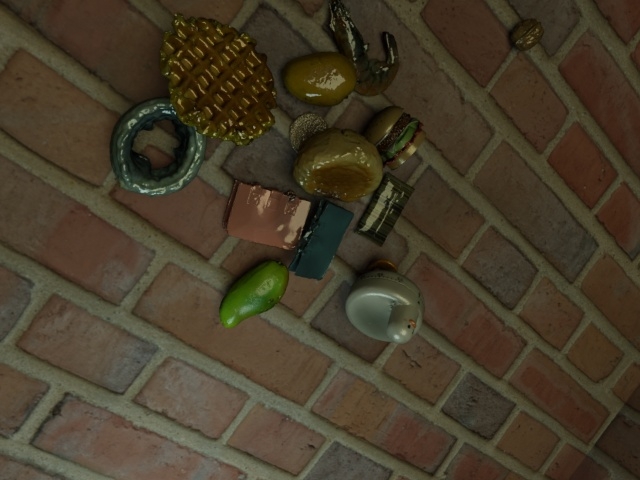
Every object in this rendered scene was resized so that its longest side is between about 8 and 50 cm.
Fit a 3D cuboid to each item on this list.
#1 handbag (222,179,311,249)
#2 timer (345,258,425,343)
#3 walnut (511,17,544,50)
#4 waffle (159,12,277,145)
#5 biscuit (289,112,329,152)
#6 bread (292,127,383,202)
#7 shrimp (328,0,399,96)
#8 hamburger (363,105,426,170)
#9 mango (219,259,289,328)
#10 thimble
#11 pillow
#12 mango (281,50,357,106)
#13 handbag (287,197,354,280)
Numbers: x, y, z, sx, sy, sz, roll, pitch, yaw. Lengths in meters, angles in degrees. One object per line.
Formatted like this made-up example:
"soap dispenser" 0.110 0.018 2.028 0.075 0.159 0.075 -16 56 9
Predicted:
"handbag" -0.144 -0.069 1.388 0.212 0.059 0.158 13 101 -26
"timer" 0.185 0.207 1.493 0.233 0.233 0.240 54 38 -25
"walnut" 0.609 -0.607 1.522 0.096 0.082 0.079 -39 87 -6
"waffle" -0.217 -0.362 1.178 0.324 0.068 0.302 -4 80 -45
"biscuit" -0.029 -0.285 1.394 0.120 0.015 0.120 -6 108 -20
"bread" 0.045 -0.200 1.354 0.244 0.244 0.134 4 62 -23
"shrimp" 0.119 -0.531 1.364 0.169 0.058 0.296 -33 119 -16
"hamburger" 0.192 -0.285 1.404 0.137 0.175 0.175 39 89 -13
"mango" -0.179 0.149 1.410 0.233 0.111 0.125 -46 108 -4
"thimble" -0.375 -0.214 1.192 0.250 0.172 0.205 -48 118 -4
"pillow" 0.190 -0.089 1.526 0.113 0.038 0.204 26 95 -26
"mango" -0.003 -0.418 1.324 0.195 0.098 0.137 8 102 -10
"handbag" 0.000 0.000 1.430 0.144 0.057 0.221 20 99 -59
